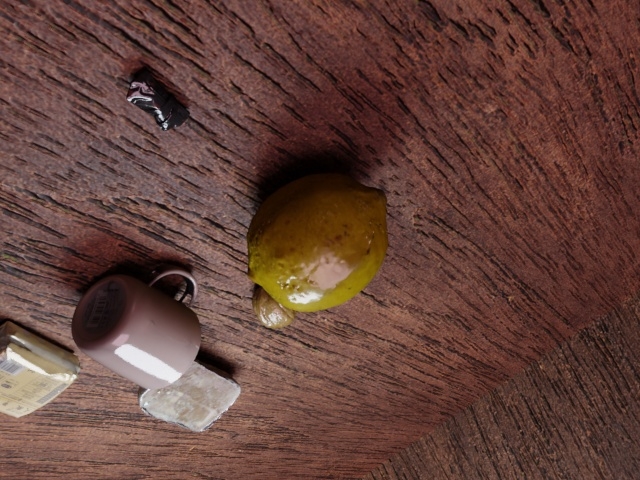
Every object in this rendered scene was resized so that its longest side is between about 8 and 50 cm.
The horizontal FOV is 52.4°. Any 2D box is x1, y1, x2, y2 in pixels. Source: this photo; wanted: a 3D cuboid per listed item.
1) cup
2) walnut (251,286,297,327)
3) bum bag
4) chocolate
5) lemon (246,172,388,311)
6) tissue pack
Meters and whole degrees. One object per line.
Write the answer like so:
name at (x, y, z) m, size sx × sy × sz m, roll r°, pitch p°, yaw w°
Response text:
cup at (-0.362, 0.156, 1.334) m, size 0.253 × 0.191 × 0.200 m, roll -54°, pitch 140°, yaw -11°
walnut at (-0.108, 0.150, 1.522) m, size 0.105 × 0.105 × 0.124 m, roll -25°, pitch 132°, yaw 0°
bum bag at (-0.260, -0.219, 1.038) m, size 0.058 × 0.034 × 0.124 m, roll -45°, pitch 141°, yaw 3°
chocolate at (-0.338, 0.377, 1.662) m, size 0.185 × 0.100 × 0.303 m, roll -39°, pitch 145°, yaw 2°
lemon at (0.000, 0.000, 1.268) m, size 0.310 × 0.258 × 0.258 m, roll -36°, pitch 142°, yaw 7°
tissue pack at (-0.648, 0.279, 1.376) m, size 0.186 × 0.090 × 0.222 m, roll -32°, pitch 144°, yaw 6°
